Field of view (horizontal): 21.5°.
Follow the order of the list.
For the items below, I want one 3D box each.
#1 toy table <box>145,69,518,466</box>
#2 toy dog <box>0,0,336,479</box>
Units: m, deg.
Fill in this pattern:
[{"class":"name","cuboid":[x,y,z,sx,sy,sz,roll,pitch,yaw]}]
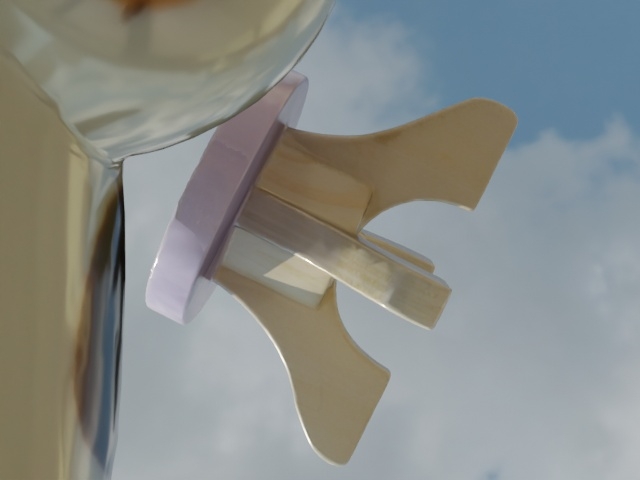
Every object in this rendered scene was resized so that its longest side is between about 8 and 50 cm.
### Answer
[{"class":"toy table","cuboid":[0.000,0.000,1.069,0.161,0.252,0.274,26,-164,0]},{"class":"toy dog","cuboid":[-0.146,-0.031,0.603,0.395,0.284,0.408,32,-82,4]}]
